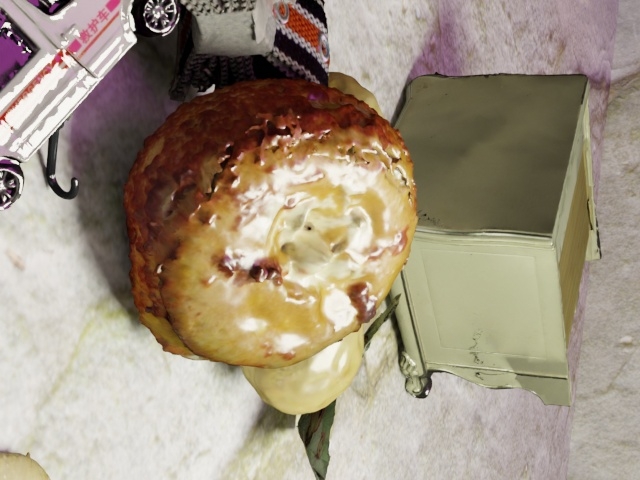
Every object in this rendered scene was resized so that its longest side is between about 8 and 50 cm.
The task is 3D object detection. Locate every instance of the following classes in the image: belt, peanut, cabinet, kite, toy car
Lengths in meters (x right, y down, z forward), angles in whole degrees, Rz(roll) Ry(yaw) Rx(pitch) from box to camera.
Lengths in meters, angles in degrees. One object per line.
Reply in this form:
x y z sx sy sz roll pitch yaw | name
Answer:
-0.065 -0.186 0.818 0.359 0.126 0.094 74 16 -74 | belt
0.000 0.000 1.071 0.147 0.147 0.319 40 53 -62 | peanut
0.213 0.001 1.482 0.318 0.227 0.290 73 28 -43 | cabinet
0.022 0.125 1.104 0.250 0.012 0.229 121 -16 -49 | kite
-0.170 -0.109 0.622 0.210 0.089 0.108 -50 134 -12 | toy car

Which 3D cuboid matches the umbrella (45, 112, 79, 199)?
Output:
-0.163 -0.140 0.722 0.044 0.044 0.269 -33 143 -45 | umbrella

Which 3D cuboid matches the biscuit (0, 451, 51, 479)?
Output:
-0.205 0.204 0.738 0.152 0.020 0.152 2 90 -68 | biscuit

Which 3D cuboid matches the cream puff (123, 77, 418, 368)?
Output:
-0.044 -0.013 0.892 0.240 0.164 0.240 -21 127 -30 | cream puff
